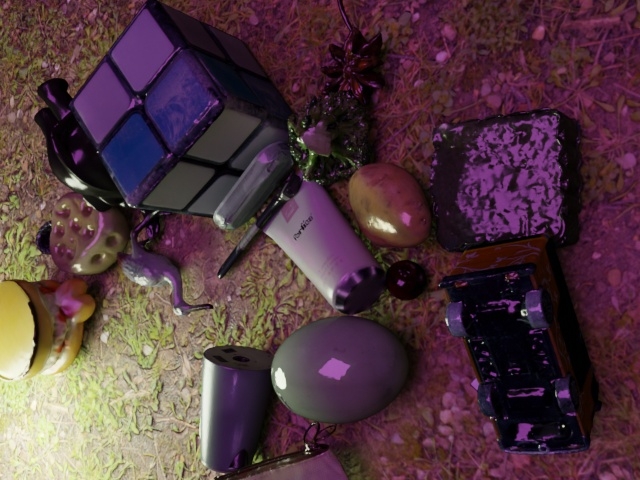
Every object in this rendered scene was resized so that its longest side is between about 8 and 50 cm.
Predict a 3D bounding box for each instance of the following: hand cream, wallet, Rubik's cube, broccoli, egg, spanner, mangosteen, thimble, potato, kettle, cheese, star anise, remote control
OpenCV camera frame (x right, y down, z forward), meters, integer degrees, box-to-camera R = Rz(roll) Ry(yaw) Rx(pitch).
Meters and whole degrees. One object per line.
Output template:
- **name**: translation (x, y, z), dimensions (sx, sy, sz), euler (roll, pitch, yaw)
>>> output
- **hand cream**: translation (0.000, 0.000, 1.470), dimensions (0.186, 0.118, 0.359), euler (-56, 45, 17)
- **wallet**: translation (-0.045, 0.529, 1.450), dimensions (0.335, 0.068, 0.275), euler (-29, 94, 29)
- **Rubik's cube**: translation (-0.280, -0.264, 1.552), dimensions (0.316, 0.313, 0.318), euler (-42, 68, 22)
- **broccoli**: translation (0.018, -0.205, 1.458), dimensions (0.195, 0.156, 0.196), euler (0, 94, 7)
- **egg**: translation (0.033, 0.247, 1.387), dimensions (0.282, 0.203, 0.203), euler (-13, 80, 27)
- **spanner**: translation (-0.141, -0.033, 1.606), dimensions (0.316, 0.024, 0.087), euler (-50, 24, 24)
- **mangosteen**: translation (0.166, 0.079, 1.398), dimensions (0.080, 0.081, 0.081), euler (-3, 85, 31)
- **thimble**: translation (-0.705, -0.009, 1.934), dimensions (0.104, 0.066, 0.095), euler (3, 90, 32)
- **potato**: translation (0.136, -0.070, 1.376), dimensions (0.234, 0.128, 0.161), euler (-172, 72, -68)
- **kettle**: translation (-0.203, 0.356, 1.569), dimensions (0.210, 0.159, 0.243), euler (21, 104, 49)
- **cheese**: translation (-0.589, -0.024, 1.835), dimensions (0.235, 0.117, 0.218), euler (-31, 69, 23)
- **star anise**: translation (0.074, -0.380, 1.478), dimensions (0.177, 0.073, 0.234), euler (28, 117, 38)
- **remote control**: translation (-0.144, -0.114, 1.572), dimensions (0.052, 0.104, 0.247), euler (50, 117, 18)

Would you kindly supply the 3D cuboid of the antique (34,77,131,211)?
- **antique**: translation (-0.525, -0.207, 1.694), dimensions (0.185, 0.322, 0.255), euler (-35, 78, 14)

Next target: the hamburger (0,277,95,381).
- **hamburger**: translation (-0.715, 0.208, 1.854), dimensions (0.261, 0.186, 0.303), euler (51, 121, 25)

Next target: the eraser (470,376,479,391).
- **eraser**: translation (0.314, 0.246, 1.325), dimensions (0.038, 0.019, 0.083), euler (46, 110, 23)

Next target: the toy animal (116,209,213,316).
- **toy animal**: translation (-0.390, 0.068, 1.722), dimensions (0.195, 0.090, 0.324), euler (-36, 67, 24)

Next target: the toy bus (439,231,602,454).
- **toy bus**: translation (0.329, 0.163, 1.165), dimensions (0.161, 0.194, 0.324), euler (-12, 109, 32)

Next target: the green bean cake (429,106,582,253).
- **green bean cake**: translation (0.324, -0.097, 1.280), dimensions (0.255, 0.132, 0.241), euler (-6, 87, 35)
